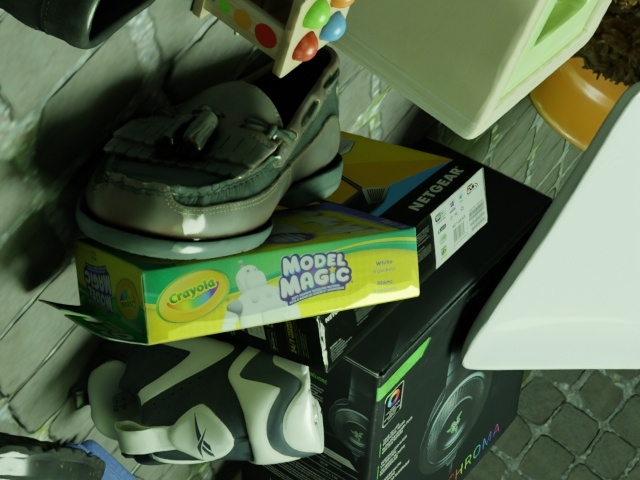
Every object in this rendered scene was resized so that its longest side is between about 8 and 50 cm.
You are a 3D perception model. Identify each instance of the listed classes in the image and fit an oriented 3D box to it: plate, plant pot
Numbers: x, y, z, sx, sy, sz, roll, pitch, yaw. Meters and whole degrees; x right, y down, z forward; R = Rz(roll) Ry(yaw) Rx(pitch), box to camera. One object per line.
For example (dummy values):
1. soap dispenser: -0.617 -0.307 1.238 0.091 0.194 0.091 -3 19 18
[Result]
1. plate: 0.261 -0.012 1.315 0.278 0.045 0.277 2 130 -38
2. plant pot: 0.311 -0.183 1.523 0.205 0.205 0.188 87 26 -69

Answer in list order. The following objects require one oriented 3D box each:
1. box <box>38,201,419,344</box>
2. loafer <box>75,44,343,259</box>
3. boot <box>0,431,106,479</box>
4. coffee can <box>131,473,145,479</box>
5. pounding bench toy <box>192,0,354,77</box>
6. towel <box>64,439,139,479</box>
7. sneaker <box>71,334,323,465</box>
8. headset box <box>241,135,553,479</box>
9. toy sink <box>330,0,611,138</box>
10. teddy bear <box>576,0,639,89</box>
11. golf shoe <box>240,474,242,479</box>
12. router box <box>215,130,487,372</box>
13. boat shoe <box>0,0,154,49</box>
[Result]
1. box: -0.051 0.016 0.899 0.179 0.105 0.043 -11 104 -26
2. loafer: -0.051 -0.055 0.895 0.267 0.096 0.084 -33 137 -70
3. boot: -0.179 0.217 0.868 0.338 0.118 0.223 70 30 -72
4. coffee can: -0.157 0.339 1.241 0.275 0.201 0.201 -48 165 -17
5. pounding bench toy: -0.015 -0.132 0.826 0.052 0.065 0.083 -41 162 -38
6. towel: -0.184 0.325 1.108 0.336 0.243 0.040 -48 -163 -15
7. sneaker: -0.082 0.071 1.094 0.235 0.153 0.094 -98 179 -59
8. headset box: 0.060 0.090 1.378 0.246 0.131 0.283 -41 148 -37
9. toy sink: 0.117 -0.197 0.948 0.153 0.131 0.234 -40 160 -44
10. teddy bear: 0.290 -0.212 1.305 0.338 0.113 0.245 19 93 -38
11. golf shoe: -0.003 0.179 1.592 0.140 0.115 0.306 -4 -128 59
12. router box: 0.000 0.000 1.050 0.179 0.133 0.046 -41 134 -40
13. boat shoe: -0.044 -0.141 0.687 0.228 0.076 0.080 -38 160 -44
